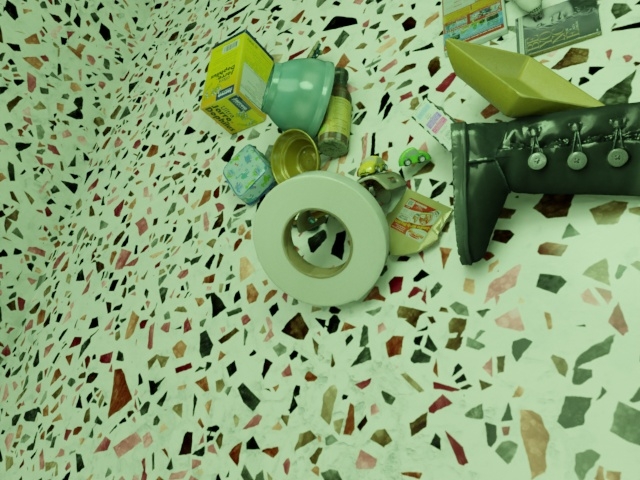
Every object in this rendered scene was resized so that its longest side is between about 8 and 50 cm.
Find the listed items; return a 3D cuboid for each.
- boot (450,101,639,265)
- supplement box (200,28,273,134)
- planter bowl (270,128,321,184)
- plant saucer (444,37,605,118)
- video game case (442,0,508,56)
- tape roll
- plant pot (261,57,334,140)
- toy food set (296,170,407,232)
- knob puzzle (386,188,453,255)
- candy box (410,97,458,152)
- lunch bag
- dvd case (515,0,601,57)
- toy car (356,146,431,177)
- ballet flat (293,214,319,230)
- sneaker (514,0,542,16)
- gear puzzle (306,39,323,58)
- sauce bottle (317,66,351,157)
[{"bbox_3d":[0.545,-0.121,1.247,0.446,0.146,0.366,-2,103,16],"label":"boot"},{"bbox_3d":[-0.345,-0.663,2.207,0.195,0.194,0.356,-14,57,31],"label":"supplement box"},{"bbox_3d":[-0.065,-0.274,1.820,0.217,0.090,0.217,6,100,39],"label":"planter bowl"},{"bbox_3d":[0.515,-0.399,1.362,0.332,0.333,0.080,60,140,42],"label":"plant saucer"},{"bbox_3d":[0.500,-0.748,1.724,0.204,0.025,0.285,-13,58,32],"label":"video game case"},{"bbox_3d":[0.000,0.000,1.475,0.392,0.391,0.072,-25,8,25],"label":"tape roll"},{"bbox_3d":[-0.092,-0.506,1.830,0.293,0.197,0.292,-165,90,-75],"label":"plant pot"},{"bbox_3d":[0.094,-0.109,1.564,0.306,0.220,0.092,-26,90,25],"label":"toy food set"},{"bbox_3d":[0.263,-0.035,1.498,0.213,0.030,0.213,-18,56,28],"label":"knob puzzle"},{"bbox_3d":[0.369,-0.294,1.464,0.070,0.165,0.196,-52,45,20],"label":"candy box"},{"bbox_3d":[-0.270,-0.248,1.987,0.176,0.090,0.219,-44,47,8],"label":"lunch bag"},{"bbox_3d":[0.679,-0.618,1.517,0.221,0.018,0.164,-10,60,34],"label":"dvd case"},{"bbox_3d":[0.216,-0.239,1.577,0.225,0.239,0.053,-13,96,5],"label":"toy car"},{"bbox_3d":[-0.090,-0.079,1.767,0.203,0.074,0.074,15,76,42],"label":"ballet flat"},{"bbox_3d":[0.617,-0.751,1.598,0.090,0.095,0.235,-30,29,31],"label":"sneaker"},{"bbox_3d":[-0.082,-0.605,2.041,0.338,0.044,0.175,-64,13,-9],"label":"gear puzzle"},{"bbox_3d":[0.055,-0.456,1.845,0.112,0.111,0.344,-14,56,32],"label":"sauce bottle"}]
